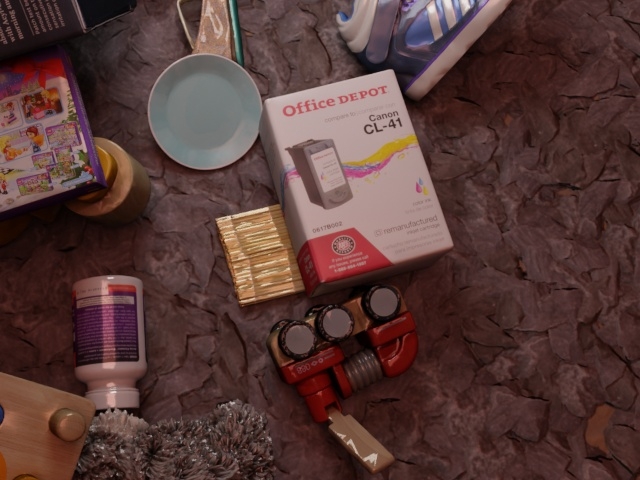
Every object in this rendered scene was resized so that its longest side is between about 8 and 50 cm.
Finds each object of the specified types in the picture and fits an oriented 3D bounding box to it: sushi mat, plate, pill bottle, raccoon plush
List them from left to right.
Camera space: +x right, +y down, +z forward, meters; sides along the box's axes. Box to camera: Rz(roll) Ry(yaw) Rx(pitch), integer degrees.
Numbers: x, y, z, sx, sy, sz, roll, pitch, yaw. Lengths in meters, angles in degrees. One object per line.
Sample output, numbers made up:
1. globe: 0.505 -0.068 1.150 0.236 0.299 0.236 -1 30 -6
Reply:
1. pill bottle: -0.314 0.156 1.383 0.108 0.108 0.193 -3 76 -9
2. raccoon plush: -0.207 0.328 1.205 0.299 0.446 0.216 3 88 -20
3. plate: -0.188 -0.209 1.511 0.188 0.024 0.188 -3 101 -16
4. sushi mat: 0.000 0.000 1.511 0.317 0.019 0.151 -13 77 -11

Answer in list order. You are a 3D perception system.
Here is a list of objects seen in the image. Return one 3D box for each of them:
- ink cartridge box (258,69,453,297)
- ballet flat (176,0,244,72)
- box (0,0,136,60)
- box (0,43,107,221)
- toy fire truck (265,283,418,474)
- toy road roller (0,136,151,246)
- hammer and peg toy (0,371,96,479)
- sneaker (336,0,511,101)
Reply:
1. ink cartridge box: 0.049 -0.088 1.464 0.226 0.131 0.306 -15 80 -12
2. ballet flat: -0.189 -0.426 1.556 0.106 0.107 0.315 -4 75 5
3. box: -0.503 -0.353 1.299 0.396 0.293 0.212 -14 109 8
4. box: -0.458 -0.124 1.258 0.293 0.057 0.200 -17 83 1
5. toy fire truck: 0.061 0.209 1.411 0.217 0.158 0.246 -23 91 -13
6. toy road roller: -0.446 -0.075 1.384 0.330 0.202 0.240 26 86 5
7. hammer and peg toy: -0.473 0.255 1.099 0.361 0.127 0.265 24 76 -24
8. sneaker: 0.175 -0.417 1.537 0.236 0.130 0.323 41 105 -3
